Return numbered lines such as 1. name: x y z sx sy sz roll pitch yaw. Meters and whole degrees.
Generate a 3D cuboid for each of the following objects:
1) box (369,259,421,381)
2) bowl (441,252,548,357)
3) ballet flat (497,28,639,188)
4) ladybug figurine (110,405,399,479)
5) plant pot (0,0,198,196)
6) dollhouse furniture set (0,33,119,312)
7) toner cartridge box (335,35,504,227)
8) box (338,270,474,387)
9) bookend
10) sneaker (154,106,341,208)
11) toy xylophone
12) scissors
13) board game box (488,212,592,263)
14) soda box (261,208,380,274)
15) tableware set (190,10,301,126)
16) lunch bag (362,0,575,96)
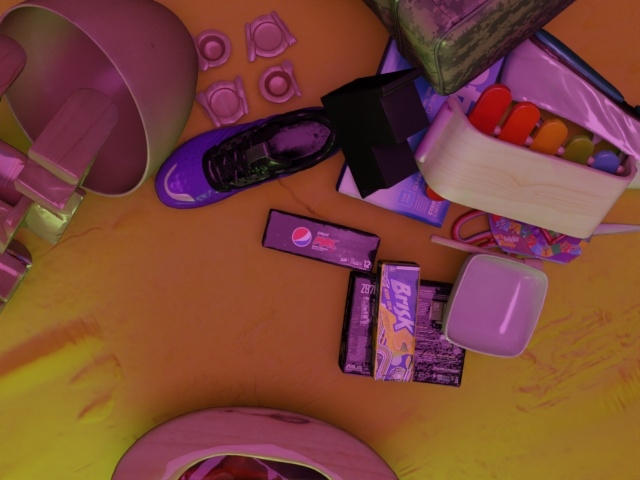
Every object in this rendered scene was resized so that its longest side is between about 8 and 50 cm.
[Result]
1. box: 0.106 0.114 1.589 0.059 0.054 0.169 3 94 -5
2. bowl: 0.244 0.090 1.598 0.142 0.053 0.142 16 97 -20
3. ballet flat: 0.431 -0.159 1.641 0.400 0.139 0.139 34 92 -2
4. ladybug figurine: -0.082 0.387 1.627 0.449 0.162 0.305 13 94 -5
5. plant pot: -0.279 -0.230 1.524 0.284 0.284 0.191 52 52 -7
6. dollhouse furniture set: -0.489 -0.155 1.486 0.394 0.256 0.362 32 135 -10
7. toner cartridge box: 0.157 -0.208 1.630 0.165 0.075 0.348 19 94 -4
8. box: 0.125 0.131 1.659 0.180 0.077 0.147 7 95 -5
9. bookend: 0.094 -0.142 1.499 0.072 0.157 0.156 -31 105 -26
10. sneaker: -0.101 -0.124 1.584 0.293 0.146 0.102 -21 97 -2
11. toy xylophone: 0.277 -0.075 1.565 0.322 0.081 0.236 22 127 -22
12. scissors: 0.347 -0.023 1.688 0.297 0.021 0.109 -16 94 -1
13. board game box: 0.337 -0.040 1.664 0.168 0.033 0.133 12 84 -5
14. soda box: 0.000 0.000 1.650 0.168 0.053 0.060 14 94 -6
15. tableware set: -0.109 -0.252 1.625 0.168 0.020 0.141 -18 87 -1
16. lunch bag: 0.191 -0.386 1.475 0.305 0.212 0.256 -39 73 -3
